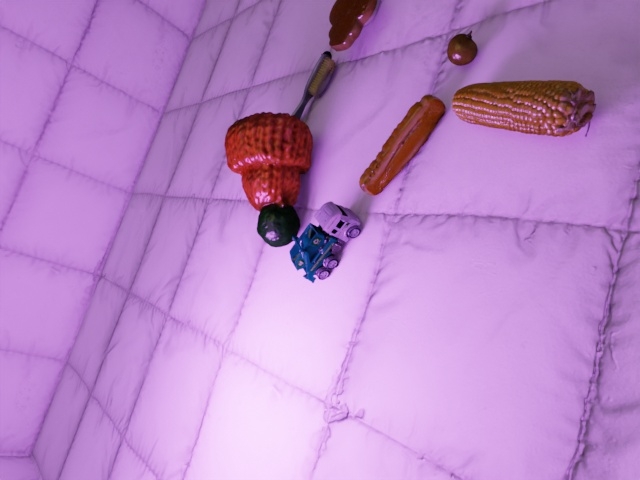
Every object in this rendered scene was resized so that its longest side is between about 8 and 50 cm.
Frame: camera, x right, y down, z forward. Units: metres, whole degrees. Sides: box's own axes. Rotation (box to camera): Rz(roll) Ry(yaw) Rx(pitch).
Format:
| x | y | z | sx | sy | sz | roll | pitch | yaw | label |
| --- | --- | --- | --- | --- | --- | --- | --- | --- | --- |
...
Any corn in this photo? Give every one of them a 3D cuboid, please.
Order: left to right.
| x | y | z | sx | sy | sz | roll | pitch | yaw | label |
| --- | --- | --- | --- | --- | --- | --- | --- | --- | --- |
| 0.400 | -0.274 | 0.956 | 0.305 | 0.106 | 0.106 | 30 | 94 | 55 | corn |

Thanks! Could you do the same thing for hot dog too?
| x | y | z | sx | sy | sz | roll | pitch | yaw | label |
| --- | --- | --- | --- | --- | --- | --- | --- | --- | --- |
| 0.201 | -0.238 | 1.178 | 0.289 | 0.083 | 0.068 | -51 | 22 | 17 | hot dog |

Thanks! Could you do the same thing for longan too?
| x | y | z | sx | sy | sz | roll | pitch | yaw | label |
| --- | --- | --- | --- | --- | --- | --- | --- | --- | --- |
| 0.345 | -0.466 | 1.127 | 0.083 | 0.075 | 0.075 | 115 | 151 | -49 | longan |

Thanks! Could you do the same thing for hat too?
| x | y | z | sx | sy | sz | roll | pitch | yaw | label |
| --- | --- | --- | --- | --- | --- | --- | --- | --- | --- |
| -0.138 | -0.182 | 1.458 | 0.285 | 0.285 | 0.400 | -9 | 92 | 46 | hat |

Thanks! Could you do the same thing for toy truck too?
| x | y | z | sx | sy | sz | roll | pitch | yaw | label |
| --- | --- | --- | --- | --- | --- | --- | --- | --- | --- |
| 0.000 | 0.000 | 1.246 | 0.216 | 0.116 | 0.110 | -52 | 41 | 16 | toy truck |

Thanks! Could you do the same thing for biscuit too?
| x | y | z | sx | sy | sz | roll | pitch | yaw | label |
| --- | --- | --- | --- | --- | --- | --- | --- | --- | --- |
| 0.102 | -0.747 | 1.470 | 0.183 | 0.047 | 0.320 | -18 | 63 | 39 | biscuit |

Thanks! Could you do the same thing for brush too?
| x | y | z | sx | sy | sz | roll | pitch | yaw | label |
| --- | --- | --- | --- | --- | --- | --- | --- | --- | --- |
| -0.026 | -0.491 | 1.579 | 0.060 | 0.068 | 0.297 | 38 | 106 | 28 | brush |

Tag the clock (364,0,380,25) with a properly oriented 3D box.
| x | y | z | sx | sy | sz | roll | pitch | yaw | label |
| --- | --- | --- | --- | --- | --- | --- | --- | --- | --- |
| 0.115 | -0.777 | 1.554 | 0.191 | 0.062 | 0.152 | 3 | 74 | 50 | clock |
